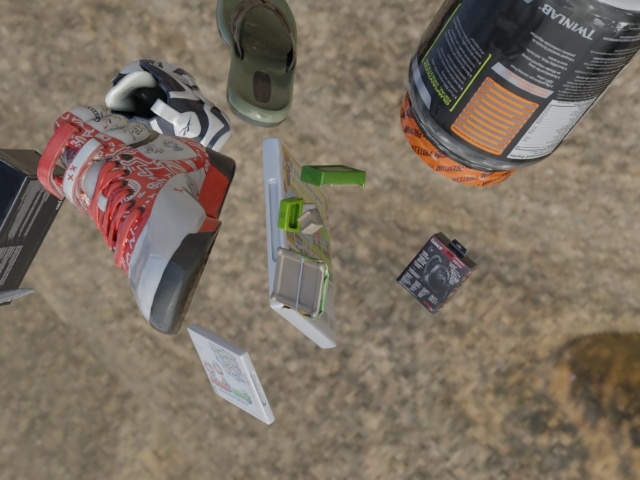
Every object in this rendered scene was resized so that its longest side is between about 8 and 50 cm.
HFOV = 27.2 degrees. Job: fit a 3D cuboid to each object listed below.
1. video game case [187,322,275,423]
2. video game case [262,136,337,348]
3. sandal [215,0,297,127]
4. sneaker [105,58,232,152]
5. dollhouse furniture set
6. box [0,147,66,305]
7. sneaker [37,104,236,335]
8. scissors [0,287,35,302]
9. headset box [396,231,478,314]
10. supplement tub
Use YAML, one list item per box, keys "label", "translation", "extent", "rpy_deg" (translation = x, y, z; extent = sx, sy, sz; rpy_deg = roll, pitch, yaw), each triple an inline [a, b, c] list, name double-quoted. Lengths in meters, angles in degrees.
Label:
- label: "video game case"
  translation: [-0.145, 0.213, 2.130]
  extent: [0.157, 0.019, 0.143]
  rpy_deg: [22, 139, 49]
- label: "video game case"
  translation: [-0.024, 0.008, 1.612]
  extent: [0.026, 0.206, 0.227]
  rpy_deg: [-8, 162, 14]
- label: "sandal"
  translation: [-0.081, -0.288, 1.903]
  extent: [0.086, 0.120, 0.302]
  rpy_deg: [108, 159, -46]
- label: "sneaker"
  translation: [-0.234, -0.200, 1.750]
  extent: [0.153, 0.094, 0.235]
  rpy_deg: [30, -166, -48]
- label: "dollhouse furniture set"
  translation: [0.000, 0.000, 1.330]
  extent: [0.076, 0.059, 0.151]
  rpy_deg: [18, 105, 47]
- label: "box"
  translation: [-0.538, -0.018, 2.196]
  extent: [0.103, 0.261, 0.184]
  rpy_deg: [32, -171, 13]
- label: "sneaker"
  translation: [-0.150, -0.023, 0.995]
  extent: [0.145, 0.270, 0.090]
  rpy_deg: [22, 111, -7]
- label: "scissors"
  translation: [-0.526, 0.107, 1.731]
  extent: [0.021, 0.297, 0.109]
  rpy_deg: [170, 102, -73]
- label: "headset box"
  translation: [0.140, 0.035, 1.561]
  extent: [0.062, 0.032, 0.083]
  rpy_deg: [42, 111, 13]
- label: "supplement tub"
  translation: [0.229, -0.219, 1.469]
  extent: [0.207, 0.207, 0.338]
  rpy_deg: [45, 141, 8]
